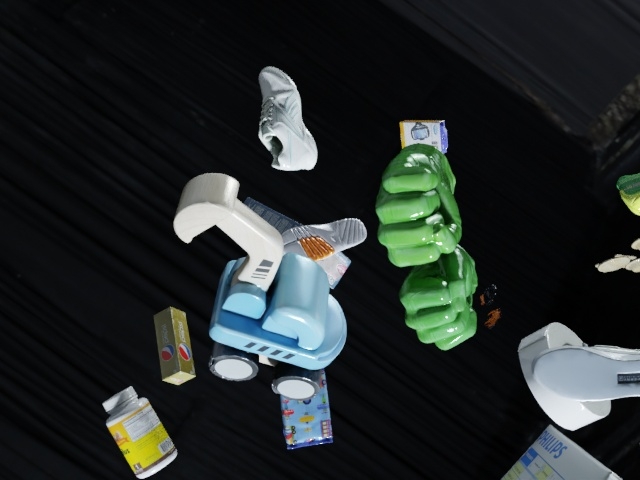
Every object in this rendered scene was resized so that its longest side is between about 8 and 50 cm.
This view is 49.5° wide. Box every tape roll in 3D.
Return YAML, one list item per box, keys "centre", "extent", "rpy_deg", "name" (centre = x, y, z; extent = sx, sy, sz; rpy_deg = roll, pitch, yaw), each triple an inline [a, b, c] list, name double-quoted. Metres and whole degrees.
- centre: [0.678, 0.374, 1.932]
  extent: [0.100, 0.286, 0.286]
  rpy_deg: [-38, -169, 34]
  name: "tape roll"

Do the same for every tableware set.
- centre: [0.655, 0.028, 1.413]
  extent: [0.168, 0.141, 0.020]
  rpy_deg: [-44, -133, 46]
  name: "tableware set"

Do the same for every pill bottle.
- centre: [-0.465, 0.485, 1.772]
  extent: [0.117, 0.215, 0.117]
  rpy_deg: [-30, 179, 0]
  name: "pill bottle"

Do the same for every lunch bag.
- centre: [-0.066, 0.484, 2.113]
  extent: [0.293, 0.138, 0.221]
  rpy_deg: [155, -71, -79]
  name: "lunch bag"

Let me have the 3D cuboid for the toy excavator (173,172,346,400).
- centre: [-0.111, 0.085, 1.386]
  extent: [0.445, 0.432, 0.223]
  rpy_deg: [124, -20, -44]
  name: "toy excavator"

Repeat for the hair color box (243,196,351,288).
- centre: [-0.092, 0.004, 2.087]
  extent: [0.105, 0.347, 0.174]
  rpy_deg: [-56, 142, -7]
  name: "hair color box"

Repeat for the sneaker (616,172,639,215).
- centre: [0.800, -0.167, 1.550]
  extent: [0.295, 0.124, 0.109]
  rpy_deg: [-25, 142, -6]
  name: "sneaker"

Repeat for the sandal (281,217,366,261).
- centre: [0.004, 0.010, 1.860]
  extent: [0.265, 0.102, 0.076]
  rpy_deg: [-12, 163, -31]
  name: "sandal"

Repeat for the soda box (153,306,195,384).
- centre: [-0.364, 0.260, 1.726]
  extent: [0.058, 0.181, 0.061]
  rpy_deg: [-29, 147, 18]
  name: "soda box"

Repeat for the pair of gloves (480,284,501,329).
- centre: [0.340, 0.133, 1.385]
  extent: [0.074, 0.010, 0.083]
  rpy_deg: [112, -21, -61]
  name: "pair of gloves"

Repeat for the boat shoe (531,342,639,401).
- centre: [0.699, 0.313, 1.719]
  extent: [0.156, 0.366, 0.136]
  rpy_deg: [0, 88, -86]
  name: "boat shoe"

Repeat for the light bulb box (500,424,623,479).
- centre: [0.379, 0.537, 1.130]
  extent: [0.361, 0.225, 0.358]
  rpy_deg: [-47, 175, 0]
  name: "light bulb box"

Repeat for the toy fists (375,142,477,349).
- centre: [0.145, 0.015, 0.909]
  extent: [0.096, 0.279, 0.142]
  rpy_deg: [-2, -148, 29]
  name: "toy fists"

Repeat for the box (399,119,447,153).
- centre: [0.264, -0.260, 1.744]
  extent: [0.028, 0.136, 0.081]
  rpy_deg: [-27, 117, -45]
  name: "box"

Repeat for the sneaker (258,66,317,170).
- centre: [-0.056, -0.164, 0.932]
  extent: [0.061, 0.152, 0.053]
  rpy_deg: [-15, 169, -34]
  name: "sneaker"
